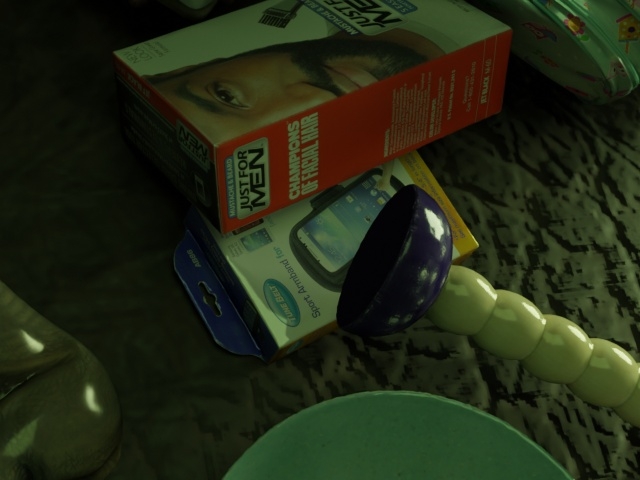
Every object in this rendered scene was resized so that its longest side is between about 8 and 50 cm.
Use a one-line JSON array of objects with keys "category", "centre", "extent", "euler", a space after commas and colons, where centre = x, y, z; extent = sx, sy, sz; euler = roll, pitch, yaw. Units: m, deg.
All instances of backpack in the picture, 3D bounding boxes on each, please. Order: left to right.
[{"category": "backpack", "centre": [0.115, -0.158, 0.578], "extent": [0.182, 0.152, 0.115], "euler": [39, 100, 6]}]

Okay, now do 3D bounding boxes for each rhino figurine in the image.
[{"category": "rhino figurine", "centre": [-0.176, 0.025, 0.441], "extent": [0.243, 0.073, 0.106], "euler": [44, 44, 7]}]

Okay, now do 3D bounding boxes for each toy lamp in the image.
[{"category": "toy lamp", "centre": [0.141, 0.070, 0.515], "extent": [0.275, 0.080, 0.080], "euler": [27, 60, -10]}]

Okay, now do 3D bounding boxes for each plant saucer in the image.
[{"category": "plant saucer", "centre": [0.036, 0.158, 0.464], "extent": [0.195, 0.037, 0.195], "euler": [7, 60, -13]}]

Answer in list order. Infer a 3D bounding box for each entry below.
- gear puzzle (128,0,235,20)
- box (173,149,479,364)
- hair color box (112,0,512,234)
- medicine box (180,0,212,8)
[{"category": "gear puzzle", "centre": [-0.061, -0.258, 0.638], "extent": [0.175, 0.044, 0.339], "euler": [31, 57, 0]}, {"category": "box", "centre": [0.000, 0.000, 0.539], "extent": [0.136, 0.028, 0.081], "euler": [-25, 76, -29]}, {"category": "hair color box", "centre": [-0.002, -0.075, 0.540], "extent": [0.167, 0.053, 0.093], "euler": [-26, 48, -26]}, {"category": "medicine box", "centre": [-0.091, -0.296, 0.464], "extent": [0.289, 0.263, 0.149], "euler": [39, 57, 4]}]
